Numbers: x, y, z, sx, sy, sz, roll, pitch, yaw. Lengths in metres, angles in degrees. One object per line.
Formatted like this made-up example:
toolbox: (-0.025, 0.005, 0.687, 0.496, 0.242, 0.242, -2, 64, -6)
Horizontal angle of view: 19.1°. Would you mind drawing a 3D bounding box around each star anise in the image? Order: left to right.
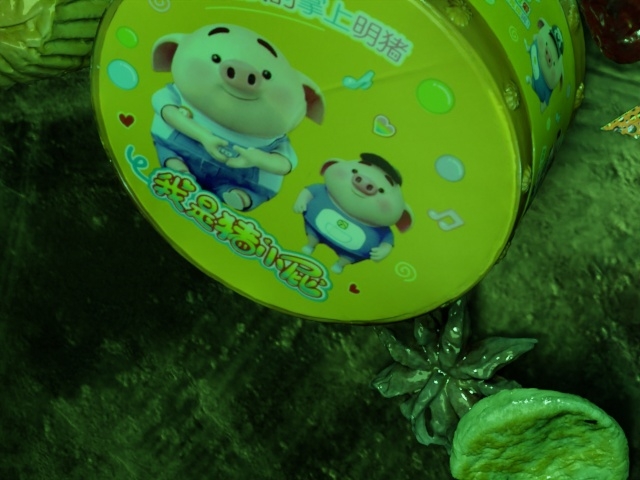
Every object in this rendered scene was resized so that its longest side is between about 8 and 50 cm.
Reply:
star anise: (0.125, 0.130, 1.939, 0.195, 0.065, 0.182, 36, 125, 10)

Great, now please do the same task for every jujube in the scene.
jujube: (0.268, -0.218, 1.692, 0.077, 0.077, 0.129, -6, 116, 29)

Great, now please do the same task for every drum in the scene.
drum: (0.021, -0.141, 1.734, 0.431, 0.214, 0.431, 14, 129, 17)

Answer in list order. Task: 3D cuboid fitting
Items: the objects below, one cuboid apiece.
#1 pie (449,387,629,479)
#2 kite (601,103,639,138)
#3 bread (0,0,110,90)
pie: (0.221, 0.215, 1.916, 0.186, 0.041, 0.187, 2, 132, 2)
kite: (0.370, -0.124, 1.726, 0.222, 0.008, 0.125, 18, 118, 19)
bread: (-0.340, -0.277, 1.936, 0.274, 0.149, 0.274, 8, 111, 21)
